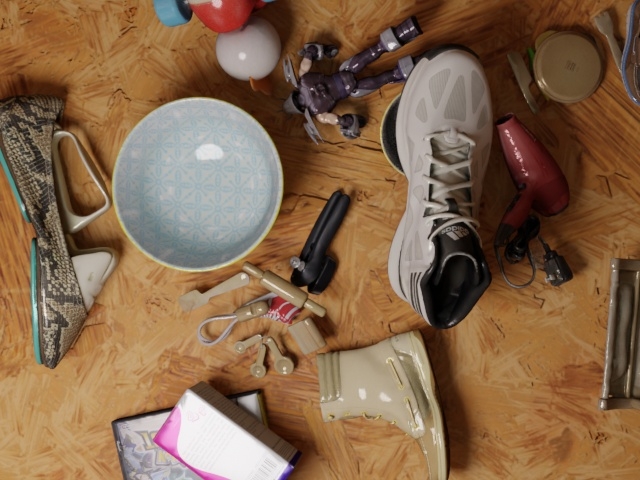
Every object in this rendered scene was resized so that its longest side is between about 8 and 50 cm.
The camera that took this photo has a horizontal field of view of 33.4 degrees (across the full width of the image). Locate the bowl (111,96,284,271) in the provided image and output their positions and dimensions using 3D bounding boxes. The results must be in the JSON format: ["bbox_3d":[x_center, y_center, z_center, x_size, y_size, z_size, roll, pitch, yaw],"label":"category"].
[{"bbox_3d":[-0.195,-0.092,1.817,0.289,0.156,0.289,0,90,6],"label":"bowl"}]

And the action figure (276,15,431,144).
[{"bbox_3d":[0.055,-0.273,1.822,0.285,0.099,0.185,-23,95,10],"label":"action figure"}]

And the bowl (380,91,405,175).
[{"bbox_3d":[0.175,-0.192,1.801,0.170,0.080,0.170,-3,108,-9],"label":"bowl"}]

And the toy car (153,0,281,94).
[{"bbox_3d":[-0.127,-0.365,1.821,0.219,0.210,0.238,-10,118,19],"label":"toy car"}]

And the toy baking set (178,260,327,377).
[{"bbox_3d":[-0.115,0.135,1.831,0.256,0.030,0.197,35,113,0],"label":"toy baking set"}]

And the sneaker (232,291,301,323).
[{"bbox_3d":[-0.091,0.128,1.863,0.118,0.042,0.067,-25,84,4],"label":"sneaker"}]

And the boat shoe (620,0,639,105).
[{"bbox_3d":[0.542,-0.316,1.769,0.066,0.066,0.183,-3,90,-10],"label":"boat shoe"}]

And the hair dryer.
[{"bbox_3d":[0.343,-0.068,1.727,0.080,0.223,0.293,-19,76,31],"label":"hair dryer"}]

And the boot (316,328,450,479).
[{"bbox_3d":[0.107,0.298,1.813,0.203,0.095,0.262,-13,87,6],"label":"boot"}]

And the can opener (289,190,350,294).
[{"bbox_3d":[0.000,0.000,1.853,0.059,0.073,0.186,19,89,45],"label":"can opener"}]

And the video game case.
[{"bbox_3d":[-0.212,0.412,1.881,0.275,0.035,0.248,-13,89,6],"label":"video game case"}]

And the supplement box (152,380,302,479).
[{"bbox_3d":[-0.155,0.349,1.800,0.220,0.114,0.111,36,95,5],"label":"supplement box"}]

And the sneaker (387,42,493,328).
[{"bbox_3d":[0.219,-0.072,1.668,0.169,0.257,0.447,1,107,-12],"label":"sneaker"}]

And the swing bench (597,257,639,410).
[{"bbox_3d":[0.596,0.165,1.706,0.165,0.254,0.253,3,92,-36],"label":"swing bench"}]

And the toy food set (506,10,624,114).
[{"bbox_3d":[0.418,-0.298,1.810,0.192,0.038,0.132,-23,93,-5],"label":"toy food set"}]

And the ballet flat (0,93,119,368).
[{"bbox_3d":[-0.450,-0.027,1.858,0.182,0.164,0.483,-12,87,-9],"label":"ballet flat"}]
